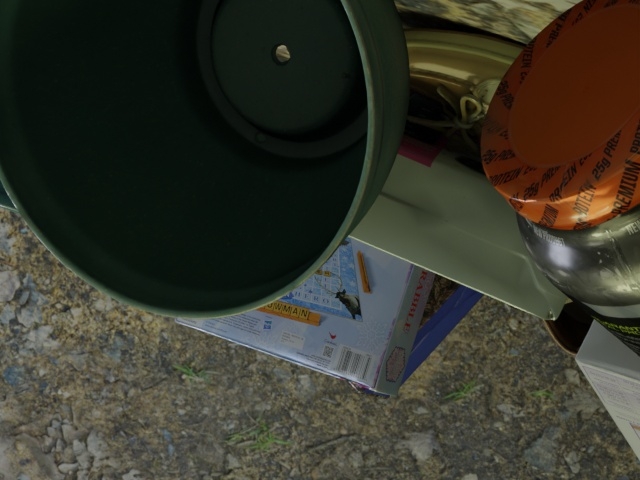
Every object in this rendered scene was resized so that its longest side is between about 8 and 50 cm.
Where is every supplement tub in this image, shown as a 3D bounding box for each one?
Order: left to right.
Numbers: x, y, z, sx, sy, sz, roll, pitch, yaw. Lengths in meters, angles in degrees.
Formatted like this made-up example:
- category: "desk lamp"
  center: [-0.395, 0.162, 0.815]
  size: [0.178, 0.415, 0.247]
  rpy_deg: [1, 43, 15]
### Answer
- category: "supplement tub"
  center: [0.272, -0.006, 0.953]
  size: [0.338, 0.207, 0.207]
  rpy_deg: [37, 167, -32]

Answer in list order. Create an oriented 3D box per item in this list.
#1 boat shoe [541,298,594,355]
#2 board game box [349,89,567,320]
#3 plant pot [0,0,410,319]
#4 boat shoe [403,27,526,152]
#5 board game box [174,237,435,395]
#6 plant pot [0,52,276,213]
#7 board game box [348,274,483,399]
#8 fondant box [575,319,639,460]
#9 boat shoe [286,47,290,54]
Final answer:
- category: "boat shoe"
  center: [0.280, 0.016, 1.607]
  size: [0.123, 0.116, 0.324]
  rpy_deg: [6, 146, 30]
- category: "board game box"
  center: [0.139, -0.045, 1.320]
  size: [0.224, 0.097, 0.303]
  rpy_deg: [24, -165, 7]
- category: "plant pot"
  center: [-0.059, -0.115, 0.991]
  size: [0.293, 0.293, 0.196]
  rpy_deg: [17, -157, 21]
- category: "boat shoe"
  center: [0.178, -0.100, 1.203]
  size: [0.285, 0.089, 0.104]
  rpy_deg: [19, 177, -6]
- category: "board game box"
  center: [0.000, 0.000, 1.835]
  size: [0.319, 0.318, 0.066]
  rpy_deg: [17, 177, 32]
- category: "plant pot"
  center: [-0.153, -0.122, 1.213]
  size: [0.272, 0.255, 0.271]
  rpy_deg: [20, 177, 1]
- category: "board game box"
  center: [0.050, 0.031, 1.955]
  size: [0.291, 0.232, 0.141]
  rpy_deg: [43, -174, 20]
- category: "fondant box"
  center: [0.390, 0.109, 1.448]
  size: [0.096, 0.238, 0.330]
  rpy_deg: [15, 156, 38]
- category: "boat shoe"
  center: [0.024, -0.169, 1.393]
  size: [0.153, 0.048, 0.056]
  rpy_deg: [31, -179, -45]
